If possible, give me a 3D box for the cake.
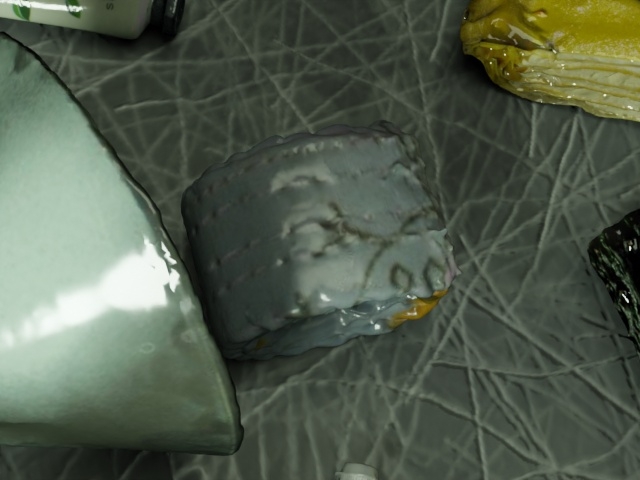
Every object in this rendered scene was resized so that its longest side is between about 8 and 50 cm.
[{"bbox_3d":[0.186,-0.144,1.158,0.185,0.079,0.116,3,56,2],"label":"cake"}]

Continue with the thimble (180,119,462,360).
[{"bbox_3d":[-0.002,0.000,1.028,0.151,0.127,0.117,-11,73,-20],"label":"thimble"}]

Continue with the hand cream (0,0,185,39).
[{"bbox_3d":[-0.205,-0.175,1.108,0.234,0.050,0.080,12,72,1],"label":"hand cream"}]

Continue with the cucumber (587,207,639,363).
[{"bbox_3d":[0.256,0.112,1.064,0.072,0.072,0.300,-19,75,-16],"label":"cucumber"}]

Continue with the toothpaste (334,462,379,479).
[{"bbox_3d":[0.007,0.225,0.999,0.048,0.031,0.190,14,71,-7],"label":"toothpaste"}]

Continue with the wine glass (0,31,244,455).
[{"bbox_3d":[-0.275,0.097,0.891,0.406,0.267,0.267,-30,77,-13],"label":"wine glass"}]
